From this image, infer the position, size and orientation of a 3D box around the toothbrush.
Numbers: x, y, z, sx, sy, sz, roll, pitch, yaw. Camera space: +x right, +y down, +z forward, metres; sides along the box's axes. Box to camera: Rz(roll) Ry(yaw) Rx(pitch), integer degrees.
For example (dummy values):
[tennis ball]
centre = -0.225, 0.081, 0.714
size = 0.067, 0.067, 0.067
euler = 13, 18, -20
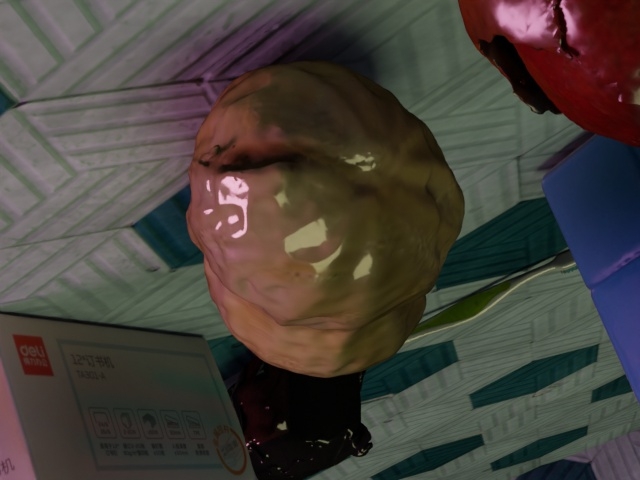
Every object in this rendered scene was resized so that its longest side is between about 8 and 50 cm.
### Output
[toothbrush]
centre = 0.125, 0.064, 1.335
size = 0.263, 0.022, 0.026
euler = -24, 150, 8

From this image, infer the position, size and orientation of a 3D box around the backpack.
[backpack]
centre = -0.032, 0.151, 1.277
size = 0.106, 0.120, 0.165
euler = 20, 140, -32

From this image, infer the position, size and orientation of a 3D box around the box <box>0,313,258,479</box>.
[box]
centre = -0.157, 0.136, 1.053
size = 0.079, 0.135, 0.269
euler = -29, 160, 23

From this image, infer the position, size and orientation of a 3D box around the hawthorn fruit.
[hawthorn fruit]
centre = 0.141, -0.102, 0.650
size = 0.148, 0.172, 0.148
euler = -25, -175, 2

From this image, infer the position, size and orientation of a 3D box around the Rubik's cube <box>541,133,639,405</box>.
[Rubik's cube]
centre = 0.385, 0.002, 1.014
size = 0.291, 0.290, 0.292
euler = -5, 155, -38

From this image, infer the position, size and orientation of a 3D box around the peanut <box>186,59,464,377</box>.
[peanut]
centre = 0.000, 0.000, 0.835
size = 0.149, 0.149, 0.313
euler = -18, 161, -9
